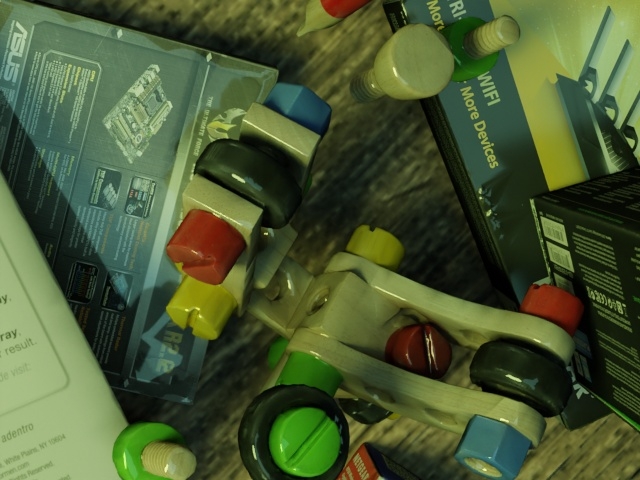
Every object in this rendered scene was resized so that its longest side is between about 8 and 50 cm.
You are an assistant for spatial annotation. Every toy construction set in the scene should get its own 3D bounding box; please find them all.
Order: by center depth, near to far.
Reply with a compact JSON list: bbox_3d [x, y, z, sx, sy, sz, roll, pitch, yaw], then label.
[{"bbox_3d":[0.000,0.000,0.800,0.257,0.237,0.309,10,80,-23],"label":"toy construction set"}]

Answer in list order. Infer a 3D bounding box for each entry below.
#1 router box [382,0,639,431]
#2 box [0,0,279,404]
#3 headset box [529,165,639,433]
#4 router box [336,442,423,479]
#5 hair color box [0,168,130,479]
[{"bbox_3d":[0.211,-0.063,0.880,0.243,0.081,0.309,-24,100,-3],"label":"router box"},{"bbox_3d":[-0.143,-0.026,0.860,0.183,0.056,0.231,13,97,-8],"label":"box"},{"bbox_3d":[0.295,0.008,0.734,0.283,0.246,0.131,-17,99,-5],"label":"headset box"},{"bbox_3d":[0.083,0.360,0.926,0.335,0.082,0.301,35,93,-10],"label":"router box"},{"bbox_3d":[-0.271,0.010,0.728,0.185,0.113,0.374,-22,80,-36],"label":"hair color box"}]
